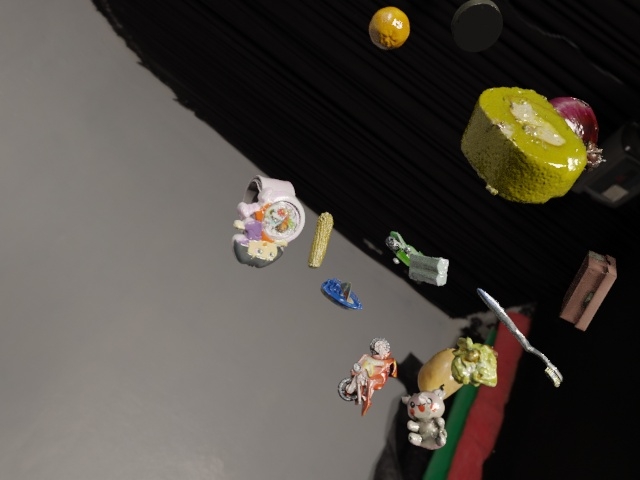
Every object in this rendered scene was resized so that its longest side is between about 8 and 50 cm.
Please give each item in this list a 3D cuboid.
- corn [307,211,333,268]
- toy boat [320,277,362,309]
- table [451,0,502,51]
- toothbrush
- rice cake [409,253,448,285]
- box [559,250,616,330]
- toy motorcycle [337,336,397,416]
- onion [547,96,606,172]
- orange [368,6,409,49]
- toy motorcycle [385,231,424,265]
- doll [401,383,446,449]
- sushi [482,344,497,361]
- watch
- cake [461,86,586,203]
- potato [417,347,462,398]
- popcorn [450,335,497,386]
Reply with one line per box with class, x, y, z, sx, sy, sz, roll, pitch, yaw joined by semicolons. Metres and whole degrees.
corn;0.000;0.000;2.352;0.086;0.086;0.288;127;-20;-71
toy boat;0.086;0.187;1.756;0.091;0.175;0.110;-34;155;-45
table;0.436;-0.599;1.356;0.133;0.133;0.043;-53;-162;40
toothbrush;0.634;0.305;1.546;0.042;0.413;0.035;-42;-177;-19
rice cake;0.320;0.085;1.462;0.226;0.040;0.085;-171;-100;-78
box;0.887;0.157;1.611;0.215;0.086;0.215;-27;139;-57
toy motorcycle;0.202;0.532;1.929;0.298;0.171;0.089;-48;177;-19
onion;0.822;-0.308;1.664;0.348;0.347;0.285;-53;-139;6
orange;0.262;-0.806;1.862;0.159;0.159;0.136;127;-23;-50
toy motorcycle;0.314;0.047;1.745;0.074;0.190;0.106;-48;178;30
doll;0.344;0.566;1.557;0.149;0.192;0.095;-18;154;27
sushi;0.767;0.518;2.223;0.060;0.118;0.061;-64;-178;-36
watch;-0.176;-0.062;1.409;0.231;0.196;0.244;41;-61;58
cake;0.410;-0.196;1.012;0.156;0.179;0.261;97;-17;-48
potato;0.490;0.532;1.951;0.234;0.146;0.150;-35;-167;-16
popcorn;0.458;0.370;1.458;0.141;0.162;0.135;-53;164;28
